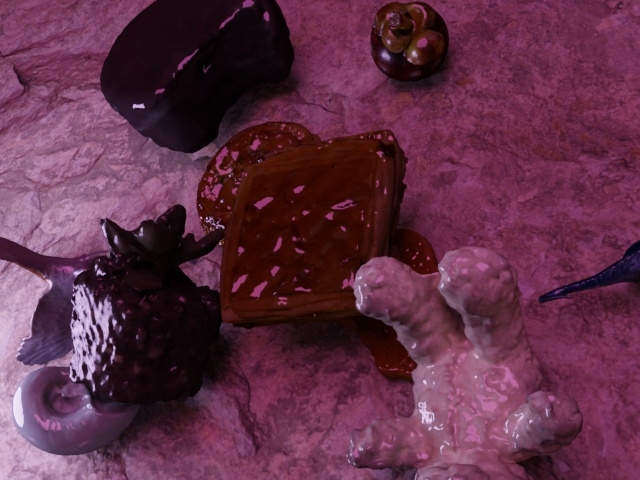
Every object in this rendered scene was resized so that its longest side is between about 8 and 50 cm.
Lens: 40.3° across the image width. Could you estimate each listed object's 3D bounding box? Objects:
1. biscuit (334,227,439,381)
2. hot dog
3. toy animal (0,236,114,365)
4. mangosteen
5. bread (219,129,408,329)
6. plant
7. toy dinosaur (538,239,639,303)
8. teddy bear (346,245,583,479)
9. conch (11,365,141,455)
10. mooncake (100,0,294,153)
[{"bbox_3d":[0.109,0.077,1.404,0.202,0.047,0.334,-40,55,-6],"label":"biscuit"},{"bbox_3d":[-0.102,-0.107,1.568,0.196,0.122,0.272,28,74,32],"label":"hot dog"},{"bbox_3d":[-0.476,0.043,1.526,0.302,0.284,0.225,-12,53,17],"label":"toy animal"},{"bbox_3d":[0.165,-0.381,1.594,0.156,0.181,0.146,22,62,18],"label":"mangosteen"},{"bbox_3d":[0.000,0.000,1.363,0.277,0.167,0.324,-7,55,24],"label":"bread"},{"bbox_3d":[-0.273,0.090,1.386,0.213,0.215,0.312,15,102,41],"label":"plant"},{"bbox_3d":[0.484,0.023,1.225,0.363,0.147,0.076,-27,50,14],"label":"toy dinosaur"},{"bbox_3d":[0.165,0.263,1.095,0.327,0.375,0.362,-9,41,33],"label":"teddy bear"},{"bbox_3d":[-0.396,0.275,1.442,0.221,0.121,0.185,12,49,22],"label":"conch"},{"bbox_3d":[-0.244,-0.363,1.737,0.381,0.212,0.350,-34,47,3],"label":"mooncake"}]
